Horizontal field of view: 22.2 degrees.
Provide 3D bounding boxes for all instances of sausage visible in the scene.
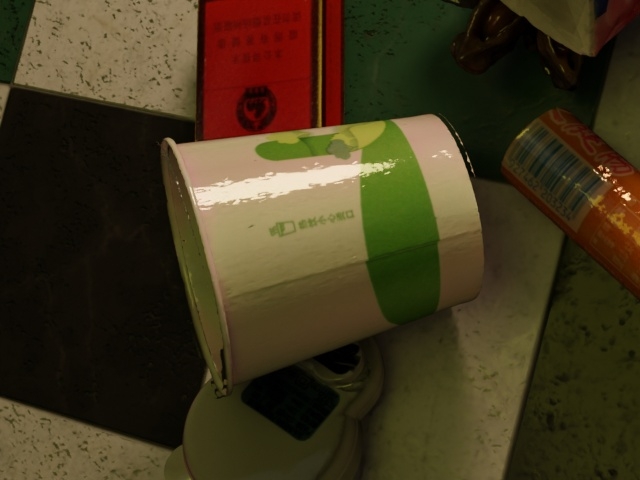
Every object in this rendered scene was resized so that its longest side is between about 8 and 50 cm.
[{"bbox_3d":[0.307,0.005,1.517,0.312,0.093,0.093,45,101,25],"label":"sausage"}]

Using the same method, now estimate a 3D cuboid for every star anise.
[{"bbox_3d":[0.199,-0.242,1.606,0.214,0.099,0.220,19,69,23],"label":"star anise"}]

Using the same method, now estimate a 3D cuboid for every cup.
[{"bbox_3d":[0.000,0.000,1.548,0.274,0.253,0.253,-12,73,-10],"label":"cup"}]

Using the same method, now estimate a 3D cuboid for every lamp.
[{"bbox_3d":[-0.032,0.185,1.638,0.179,0.108,0.246,34,78,24],"label":"lamp"}]

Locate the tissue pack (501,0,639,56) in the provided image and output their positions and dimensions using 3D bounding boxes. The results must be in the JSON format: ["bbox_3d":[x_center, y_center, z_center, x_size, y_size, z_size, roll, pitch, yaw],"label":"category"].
[{"bbox_3d":[0.264,-0.325,1.518,0.209,0.137,0.270,41,72,21],"label":"tissue pack"}]

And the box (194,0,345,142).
[{"bbox_3d":[-0.054,-0.150,1.729,0.153,0.074,0.239,-3,81,21],"label":"box"}]
